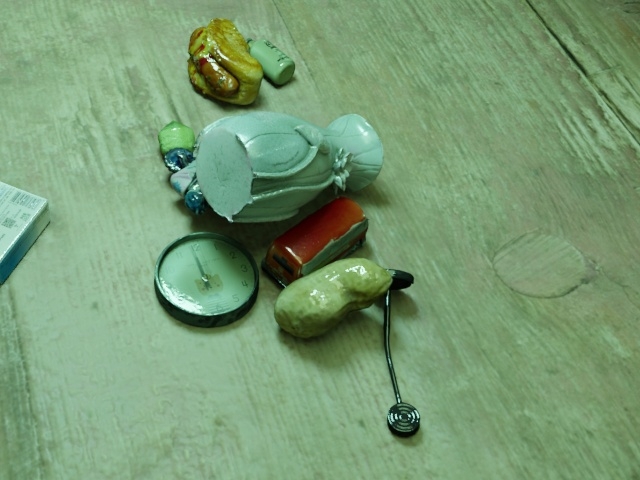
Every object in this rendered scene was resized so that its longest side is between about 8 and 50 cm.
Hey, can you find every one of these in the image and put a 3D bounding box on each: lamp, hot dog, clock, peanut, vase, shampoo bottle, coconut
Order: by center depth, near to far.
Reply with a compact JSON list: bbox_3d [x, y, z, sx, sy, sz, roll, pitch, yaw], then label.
[{"bbox_3d":[0.147,0.209,1.606,0.130,0.108,0.371,6,52,-3],"label":"lamp"},{"bbox_3d":[0.026,0.117,1.610,0.253,0.122,0.137,-28,34,-10],"label":"peanut"},{"bbox_3d":[-0.240,0.079,1.659,0.226,0.049,0.226,7,53,-9],"label":"clock"},{"bbox_3d":[-0.056,-0.178,1.733,0.445,0.250,0.250,-15,55,-47],"label":"vase"},{"bbox_3d":[-0.345,-0.243,1.865,0.088,0.088,0.096,-6,83,-17],"label":"coconut"},{"bbox_3d":[-0.265,-0.465,2.025,0.153,0.150,0.256,-11,55,-33],"label":"hot dog"},{"bbox_3d":[-0.146,-0.495,2.109,0.079,0.079,0.162,-34,66,-32],"label":"shampoo bottle"}]

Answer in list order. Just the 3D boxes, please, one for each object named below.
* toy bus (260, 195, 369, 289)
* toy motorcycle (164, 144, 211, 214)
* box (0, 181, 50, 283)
[{"bbox_3d":[0.000,0.000,1.728,0.121,0.119,0.265,41,54,20],"label":"toy bus"},{"bbox_3d":[-0.244,-0.120,1.776,0.239,0.108,0.204,1,44,0],"label":"toy motorcycle"},{"bbox_3d":[-0.676,-0.022,1.622,0.139,0.073,0.194,21,51,4],"label":"box"}]
